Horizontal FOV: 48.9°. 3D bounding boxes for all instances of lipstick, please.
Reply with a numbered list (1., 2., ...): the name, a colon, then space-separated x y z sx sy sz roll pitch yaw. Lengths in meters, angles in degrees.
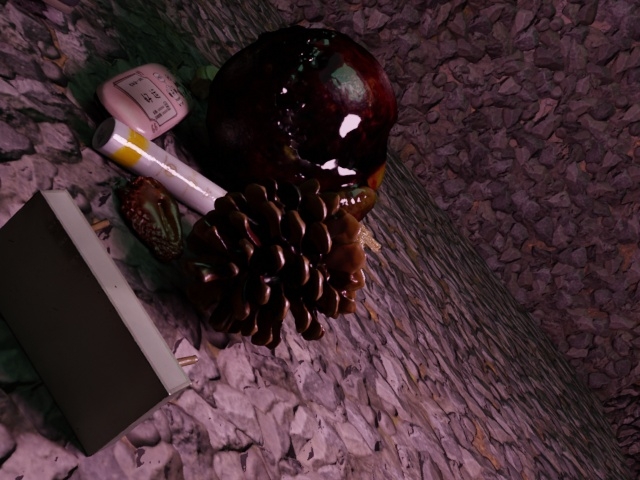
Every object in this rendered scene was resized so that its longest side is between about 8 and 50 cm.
1. lipstick: -0.245 -0.107 1.144 0.264 0.059 0.059 35 25 -43

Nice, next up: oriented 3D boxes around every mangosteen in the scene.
1. mangosteen: -0.048 -0.198 1.363 0.381 0.421 0.381 13 5 -1

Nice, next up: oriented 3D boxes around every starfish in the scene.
1. starfish: 0.078 -0.021 1.738 0.238 0.071 0.216 23 28 -44

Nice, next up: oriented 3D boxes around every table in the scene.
1. table: -0.232 0.077 0.737 0.240 0.121 0.111 55 19 8

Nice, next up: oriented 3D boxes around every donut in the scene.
1. donut: -0.227 -0.332 1.589 0.166 0.065 0.108 36 24 -38

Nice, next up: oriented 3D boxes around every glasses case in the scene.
1. glasses case: -0.300 -0.244 1.239 0.122 0.075 0.314 45 19 -10

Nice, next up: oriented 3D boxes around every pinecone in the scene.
1. pinecone: -0.079 0.030 1.006 0.264 0.264 0.264 44 20 -21

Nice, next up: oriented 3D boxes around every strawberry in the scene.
1. strawberry: -0.243 -0.038 1.041 0.152 0.048 0.104 53 22 15

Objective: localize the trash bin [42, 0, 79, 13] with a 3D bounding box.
1. trash bin: -0.483 -0.541 1.161 0.290 0.209 0.182 40 14 -17
